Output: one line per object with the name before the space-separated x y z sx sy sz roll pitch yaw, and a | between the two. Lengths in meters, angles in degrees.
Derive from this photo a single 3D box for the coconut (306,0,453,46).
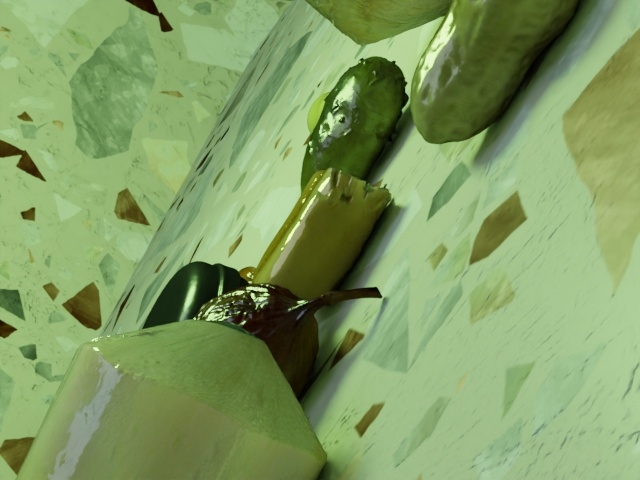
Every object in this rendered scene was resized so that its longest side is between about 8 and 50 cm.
coconut | 0.076 -0.425 1.517 0.360 0.346 0.346 -24 8 -9

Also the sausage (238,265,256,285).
sausage | -0.121 0.081 1.710 0.183 0.054 0.062 -39 52 49

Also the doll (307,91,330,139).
doll | 0.026 -0.189 1.785 0.106 0.062 0.162 -64 12 -10

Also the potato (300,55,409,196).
potato | 0.036 -0.124 1.510 0.225 0.090 0.117 -64 18 3

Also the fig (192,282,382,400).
fig | -0.039 0.092 1.194 0.201 0.134 0.146 -33 36 43

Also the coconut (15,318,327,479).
coconut | -0.123 0.181 1.024 0.244 0.239 0.239 -61 12 -10

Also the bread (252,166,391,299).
bread | 0.001 0.001 1.335 0.173 0.085 0.134 -57 9 -2

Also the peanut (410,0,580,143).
peanut | 0.159 -0.194 1.139 0.236 0.110 0.120 -57 25 10

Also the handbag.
handbag | -0.190 0.169 1.578 0.254 0.093 0.308 -28 39 61
